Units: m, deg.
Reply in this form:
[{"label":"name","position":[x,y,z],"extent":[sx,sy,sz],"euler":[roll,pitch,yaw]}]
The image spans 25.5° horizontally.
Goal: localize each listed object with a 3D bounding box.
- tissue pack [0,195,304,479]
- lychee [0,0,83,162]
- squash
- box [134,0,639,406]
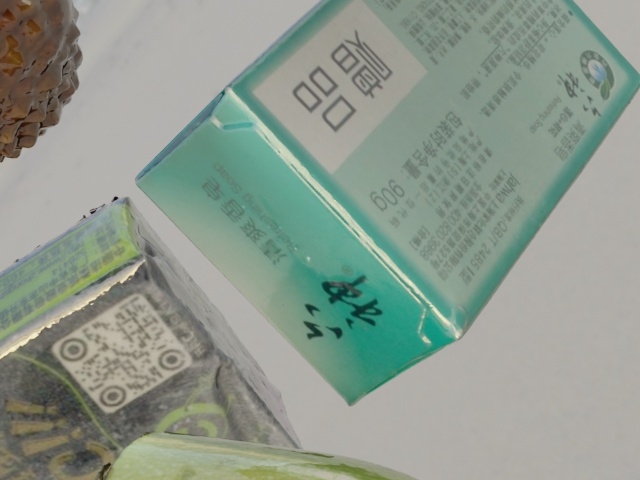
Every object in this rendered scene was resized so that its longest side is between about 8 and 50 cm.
[{"label":"tissue pack","position":[-0.250,0.178,1.218],"extent":[0.394,0.288,0.124],"euler":[-33,36,3]},{"label":"lychee","position":[-0.306,-0.166,0.984],"extent":[0.267,0.267,0.267],"euler":[-46,23,26]},{"label":"squash","position":[-0.003,0.155,0.636],"extent":[0.187,0.123,0.123],"euler":[5,55,23]},{"label":"box","position":[0.045,-0.056,0.705],"extent":[0.092,0.153,0.245],"euler":[-39,6,46]}]
